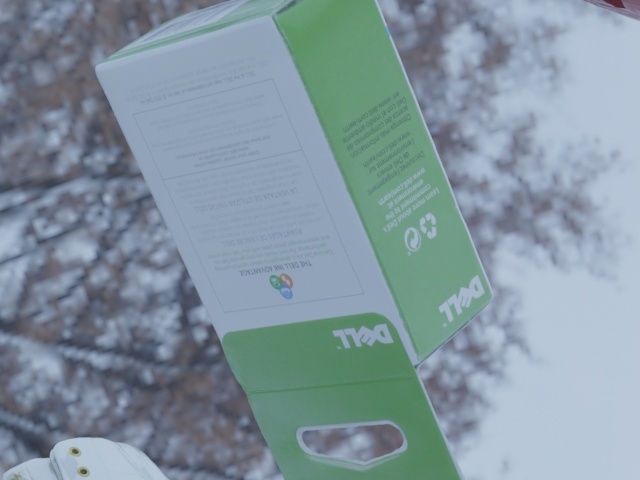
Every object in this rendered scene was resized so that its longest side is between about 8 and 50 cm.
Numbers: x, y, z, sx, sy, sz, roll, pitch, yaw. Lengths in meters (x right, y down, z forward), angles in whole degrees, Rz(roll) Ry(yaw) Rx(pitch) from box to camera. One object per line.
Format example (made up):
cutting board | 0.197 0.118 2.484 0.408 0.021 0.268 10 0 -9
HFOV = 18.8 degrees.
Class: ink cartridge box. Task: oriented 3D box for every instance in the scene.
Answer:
ink cartridge box | 0.000 0.000 0.805 0.109 0.209 0.062 -10 -161 44

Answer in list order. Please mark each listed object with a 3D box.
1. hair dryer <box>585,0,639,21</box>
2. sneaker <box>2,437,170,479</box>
hair dryer | 0.106 -0.161 0.587 0.080 0.293 0.223 -42 -168 -35
sneaker | -0.153 0.210 1.147 0.108 0.169 0.292 -54 163 20
